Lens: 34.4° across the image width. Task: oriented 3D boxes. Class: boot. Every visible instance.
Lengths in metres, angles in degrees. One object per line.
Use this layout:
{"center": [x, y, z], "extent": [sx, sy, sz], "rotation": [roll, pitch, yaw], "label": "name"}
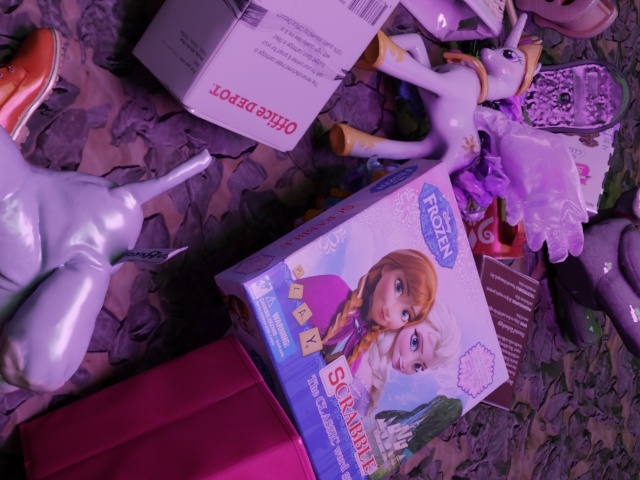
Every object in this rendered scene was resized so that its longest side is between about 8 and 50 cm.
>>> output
{"center": [-0.320, -0.160, 1.042], "extent": [0.085, 0.059, 0.157], "rotation": [35, 71, -38], "label": "boot"}

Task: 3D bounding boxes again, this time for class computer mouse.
{"center": [0.359, -0.236, 1.665], "extent": [0.272, 0.072, 0.188], "rotation": [1, 95, -2], "label": "computer mouse"}

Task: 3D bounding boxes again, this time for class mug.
{"center": [0.280, -0.057, 1.633], "extent": [0.113, 0.150, 0.169], "rotation": [-5, 95, -49], "label": "mug"}

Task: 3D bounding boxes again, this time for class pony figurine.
{"center": [0.192, -0.139, 1.437], "extent": [0.364, 0.303, 0.350], "rotation": [-9, 99, -38], "label": "pony figurine"}

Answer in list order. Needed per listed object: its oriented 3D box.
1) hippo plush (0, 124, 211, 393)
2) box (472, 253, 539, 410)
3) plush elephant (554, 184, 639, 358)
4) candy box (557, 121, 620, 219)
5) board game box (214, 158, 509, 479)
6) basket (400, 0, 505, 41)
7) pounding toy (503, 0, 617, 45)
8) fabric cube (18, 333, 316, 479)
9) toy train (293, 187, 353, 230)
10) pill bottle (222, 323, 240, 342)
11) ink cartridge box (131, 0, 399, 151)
{"center": [-0.303, -0.007, 0.938], "extent": [0.237, 0.294, 0.234], "rotation": [38, 49, -33], "label": "hippo plush"}
{"center": [0.198, 0.128, 1.549], "extent": [0.167, 0.169, 0.203], "rotation": [24, 78, -47], "label": "box"}
{"center": [0.550, 0.019, 1.837], "extent": [0.256, 0.272, 0.329], "rotation": [-26, 91, -15], "label": "plush elephant"}
{"center": [0.399, -0.150, 1.729], "extent": [0.070, 0.165, 0.196], "rotation": [104, 2, -80], "label": "candy box"}
{"center": [0.065, 0.110, 1.242], "extent": [0.318, 0.066, 0.318], "rotation": [-32, 114, -30], "label": "board game box"}
{"center": [0.191, -0.379, 1.513], "extent": [0.167, 0.113, 0.103], "rotation": [32, 70, -45], "label": "basket"}
{"center": [0.390, -0.427, 1.688], "extent": [0.155, 0.154, 0.269], "rotation": [23, 78, -46], "label": "pounding toy"}
{"center": [-0.141, 0.296, 1.089], "extent": [0.258, 0.259, 0.254], "rotation": [-23, 115, -11], "label": "fabric cube"}
{"center": [0.000, 0.000, 1.416], "extent": [0.166, 0.046, 0.125], "rotation": [-49, 138, -34], "label": "toy train"}
{"center": [0.008, 0.180, 1.361], "extent": [0.283, 0.160, 0.160], "rotation": [17, 83, -47], "label": "pill bottle"}
{"center": [-0.043, -0.266, 1.167], "extent": [0.289, 0.121, 0.211], "rotation": [-53, 147, 12], "label": "ink cartridge box"}
